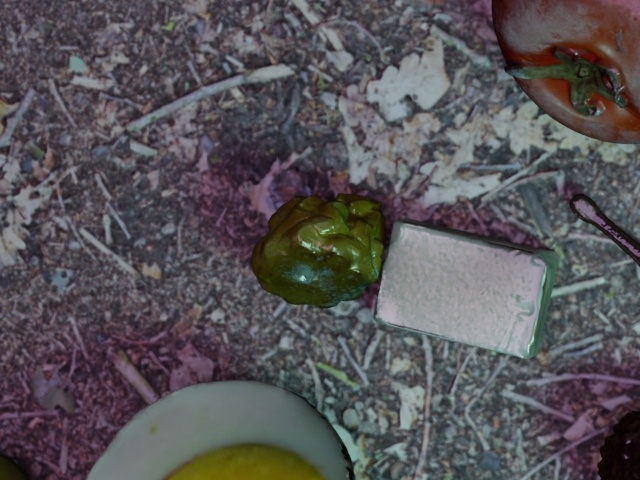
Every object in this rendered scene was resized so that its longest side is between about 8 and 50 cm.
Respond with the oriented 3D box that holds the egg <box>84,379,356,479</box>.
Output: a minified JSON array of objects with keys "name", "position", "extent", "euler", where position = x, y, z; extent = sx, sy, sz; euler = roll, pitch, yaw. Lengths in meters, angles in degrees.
[{"name":"egg","position":[-0.103,0.335,1.887],"extent":[0.337,0.201,0.337],"euler":[-3,65,7]}]

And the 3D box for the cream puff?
[{"name":"cream puff","position":[0.000,0.000,1.903],"extent":[0.146,0.146,0.116],"euler":[0,53,13]}]

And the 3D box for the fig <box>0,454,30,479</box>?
[{"name":"fig","position":[-0.389,0.318,2.000],"extent":[0.136,0.121,0.153],"euler":[6,116,8]}]

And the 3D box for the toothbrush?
[{"name":"toothbrush","position":[0.409,0.072,1.843],"extent":[0.364,0.041,0.041],"euler":[40,100,10]}]

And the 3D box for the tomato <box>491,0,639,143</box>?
[{"name":"tomato","position":[0.309,-0.237,1.750],"extent":[0.270,0.270,0.227],"euler":[29,67,11]}]

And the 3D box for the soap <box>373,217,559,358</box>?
[{"name":"soap","position":[0.159,0.051,1.888],"extent":[0.183,0.064,0.121],"euler":[14,95,13]}]

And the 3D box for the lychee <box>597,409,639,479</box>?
[{"name":"lychee","position":[0.389,0.263,1.791],"extent":[0.188,0.188,0.188],"euler":[0,92,13]}]
